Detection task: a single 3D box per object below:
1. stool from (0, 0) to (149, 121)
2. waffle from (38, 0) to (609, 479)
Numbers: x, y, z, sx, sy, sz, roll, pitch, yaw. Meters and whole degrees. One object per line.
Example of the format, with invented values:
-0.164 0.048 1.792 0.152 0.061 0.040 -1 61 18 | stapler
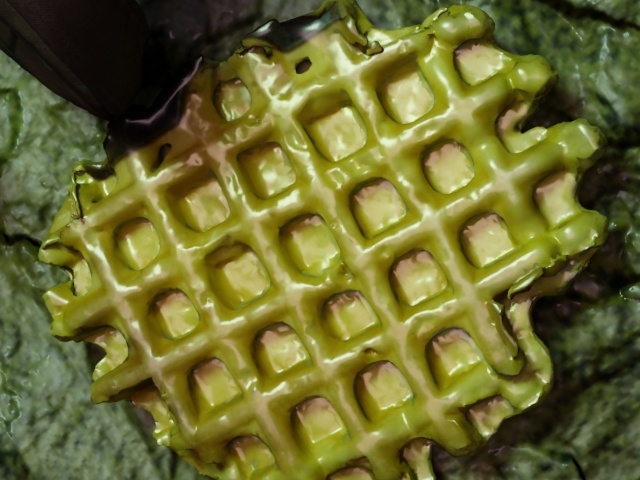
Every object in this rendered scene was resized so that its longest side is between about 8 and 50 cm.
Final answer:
-0.155 -0.212 0.705 0.272 0.272 0.178 41 82 10 | stool
-0.001 0.000 0.758 0.307 0.060 0.312 29 96 9 | waffle
